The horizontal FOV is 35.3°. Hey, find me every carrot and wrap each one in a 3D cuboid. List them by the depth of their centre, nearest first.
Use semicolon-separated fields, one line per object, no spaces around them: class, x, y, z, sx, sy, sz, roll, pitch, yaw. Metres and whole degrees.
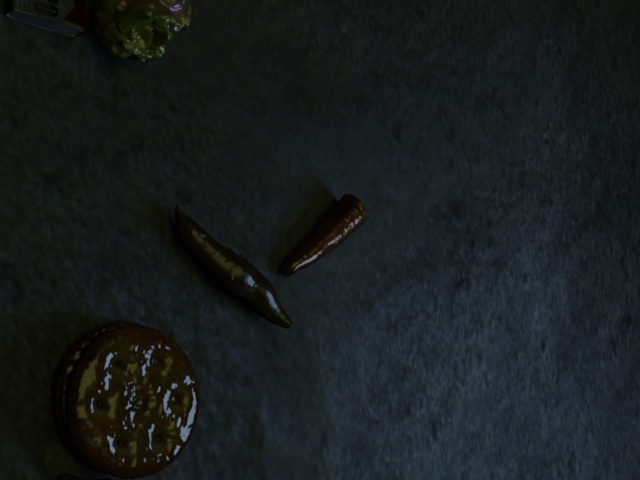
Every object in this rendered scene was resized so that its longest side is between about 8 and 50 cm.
carrot;0.000;0.000;1.729;0.210;0.061;0.061;-43;111;-34

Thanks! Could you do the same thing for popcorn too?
popcorn;-0.266;-0.334;1.495;0.126;0.126;0.145;41;83;-13

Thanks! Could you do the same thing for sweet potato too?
sweet potato;-0.140;0.047;1.577;0.274;0.067;0.067;46;53;-25

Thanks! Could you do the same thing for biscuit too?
biscuit;-0.269;0.224;1.415;0.221;0.066;0.220;6;81;-43

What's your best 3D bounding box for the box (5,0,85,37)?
box;-0.390;-0.393;1.446;0.115;0.036;0.177;11;74;-43

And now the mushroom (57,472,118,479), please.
mushroom;-0.297;0.378;1.348;0.170;0.080;0.135;60;36;-15
